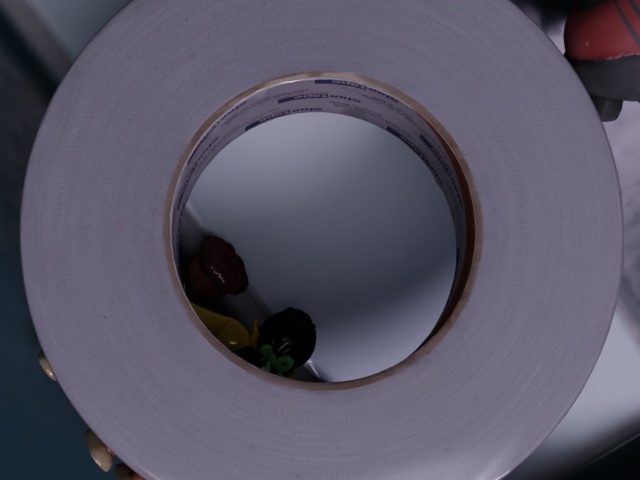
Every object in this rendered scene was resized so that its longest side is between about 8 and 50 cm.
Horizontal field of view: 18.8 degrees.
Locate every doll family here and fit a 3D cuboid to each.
[{"bbox_3d":[-0.025,0.082,0.811,0.111,0.076,0.193,-35,113,6],"label":"doll family"}]

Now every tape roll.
[{"bbox_3d":[0.000,0.000,0.728,0.219,0.072,0.219,0,84,-2],"label":"tape roll"}]

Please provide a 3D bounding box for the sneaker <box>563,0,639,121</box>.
[{"bbox_3d":[0.194,-0.154,0.711,0.276,0.098,0.135,-33,109,8],"label":"sneaker"}]
